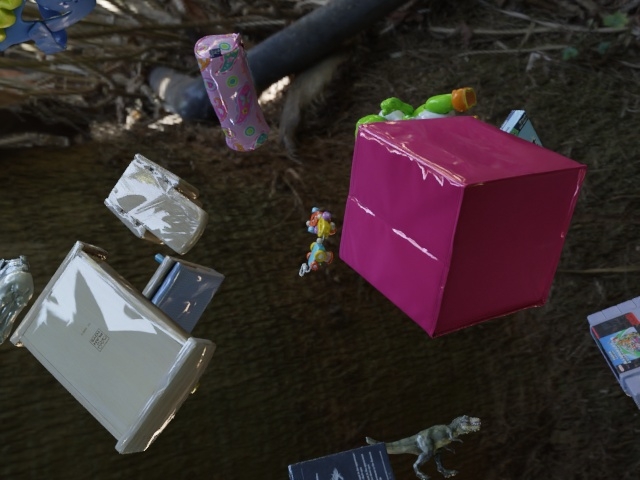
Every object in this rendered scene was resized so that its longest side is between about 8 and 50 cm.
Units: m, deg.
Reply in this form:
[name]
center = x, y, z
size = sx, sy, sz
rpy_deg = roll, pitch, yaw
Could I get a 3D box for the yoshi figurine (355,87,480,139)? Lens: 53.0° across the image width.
[yoshi figurine]
center = 0.248, -0.309, 1.787
size = 0.362, 0.203, 0.204
rpy_deg = -5, 73, 31

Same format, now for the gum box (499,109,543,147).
[gum box]
center = 0.490, -0.204, 1.607
size = 0.157, 0.184, 0.041
rpy_deg = -52, 35, -14

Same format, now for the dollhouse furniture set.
[dollhouse furniture set]
center = -0.161, 0.099, 0.816
size = 0.198, 0.303, 0.286
rpy_deg = 35, 90, 22

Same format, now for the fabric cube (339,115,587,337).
[fabric cube]
center = 0.216, -0.037, 1.040
size = 0.258, 0.254, 0.259
rpy_deg = 40, 132, 47

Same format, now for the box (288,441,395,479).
[box]
center = 0.050, 0.516, 1.298
size = 0.108, 0.207, 0.153
rpy_deg = 89, 169, -56

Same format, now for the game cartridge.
[game cartridge]
center = 0.730, 0.216, 1.389
size = 0.355, 0.230, 0.068
rpy_deg = -69, -43, -70

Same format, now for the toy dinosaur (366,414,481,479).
[toy dinosaur]
center = 0.241, 0.469, 1.426
size = 0.064, 0.268, 0.118
rpy_deg = 106, 151, -56

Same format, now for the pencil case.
[pencil case]
center = -0.206, -0.354, 1.538
size = 0.124, 0.124, 0.284
rpy_deg = 53, 163, 46

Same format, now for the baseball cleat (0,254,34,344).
[baseball cleat]
center = -0.552, 0.109, 1.101
size = 0.206, 0.072, 0.109
rpy_deg = -42, 43, 18

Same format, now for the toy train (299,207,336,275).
[toy train]
center = 0.000, 0.000, 1.437
size = 0.125, 0.046, 0.166
rpy_deg = 144, 139, -64

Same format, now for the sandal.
[sandal]
center = -0.365, -0.353, 0.873
size = 0.317, 0.138, 0.126
rpy_deg = -21, 71, 39
